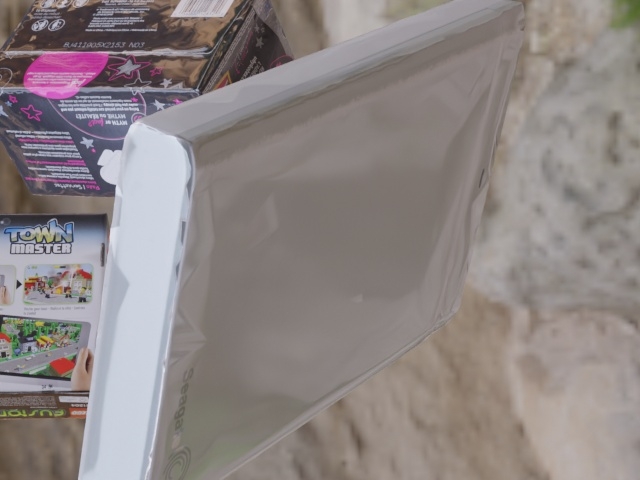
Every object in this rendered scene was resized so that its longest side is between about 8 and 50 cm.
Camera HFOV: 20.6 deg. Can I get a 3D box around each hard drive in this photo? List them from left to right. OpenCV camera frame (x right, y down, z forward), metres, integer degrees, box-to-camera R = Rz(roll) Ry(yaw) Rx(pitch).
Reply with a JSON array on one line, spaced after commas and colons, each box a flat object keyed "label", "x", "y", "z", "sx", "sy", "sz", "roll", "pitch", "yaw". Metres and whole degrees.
[{"label": "hard drive", "x": 0.000, "y": 0.000, "z": 0.881, "sx": 0.040, "sy": 0.307, "sz": 0.203, "roll": 24, "pitch": 119, "yaw": 25}]

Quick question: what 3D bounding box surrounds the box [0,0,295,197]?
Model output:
[{"label": "box", "x": -0.163, "y": -0.139, "z": 1.632, "sx": 0.163, "sy": 0.247, "sz": 0.142, "roll": -64, "pitch": -35, "yaw": -38}]

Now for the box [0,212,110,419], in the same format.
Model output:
[{"label": "box", "x": -0.221, "y": 0.041, "z": 0.970, "sx": 0.036, "sy": 0.207, "sz": 0.114, "roll": 93, "pitch": 177, "yaw": -60}]
